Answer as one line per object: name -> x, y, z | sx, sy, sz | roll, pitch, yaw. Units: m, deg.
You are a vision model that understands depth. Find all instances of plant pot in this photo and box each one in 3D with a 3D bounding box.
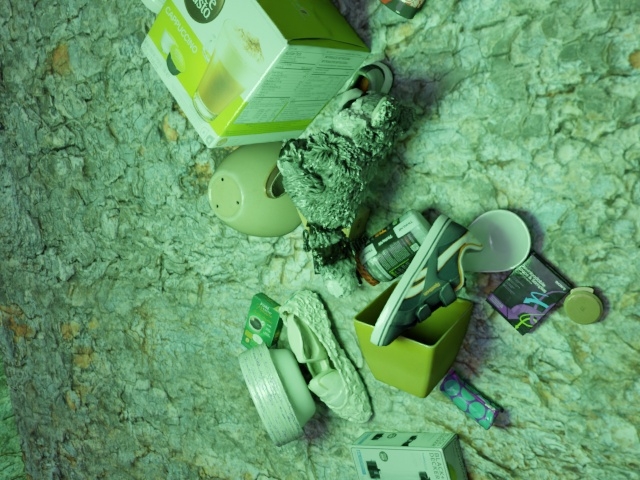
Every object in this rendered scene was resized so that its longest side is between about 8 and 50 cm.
plant pot -> 0.223, 0.246, 1.486 | 0.212, 0.212, 0.187 | 15, 122, 34
plant pot -> -0.196, -0.135, 1.706 | 0.284, 0.191, 0.284 | 9, 105, 35

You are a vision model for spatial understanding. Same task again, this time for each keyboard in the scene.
keyboard -> 0.000, 0.000, 1.582 | 0.108, 0.023, 0.180 | 0, 102, 29

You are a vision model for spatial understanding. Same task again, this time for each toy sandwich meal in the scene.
toy sandwich meal -> 0.556, 0.137, 1.311 | 0.086, 0.029, 0.085 | 11, 112, 29

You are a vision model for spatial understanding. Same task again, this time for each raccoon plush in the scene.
raccoon plush -> 0.108, -0.123, 1.413 | 0.299, 0.216, 0.446 | -18, 100, 24

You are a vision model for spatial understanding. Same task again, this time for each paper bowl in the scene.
paper bowl -> -0.112, 0.422, 1.750 | 0.148, 0.284, 0.284 | -23, 86, -6

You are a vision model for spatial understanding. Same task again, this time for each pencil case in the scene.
pencil case -> 0.360, 0.382, 1.491 | 0.152, 0.064, 0.070 | 38, 137, 23

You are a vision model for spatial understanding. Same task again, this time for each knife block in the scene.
knife block -> 0.026, 0.004, 1.633 | 0.276, 0.088, 0.242 | 29, 117, 25

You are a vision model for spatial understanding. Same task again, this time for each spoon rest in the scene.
spoon rest -> 0.346, 0.028, 1.406 | 0.276, 0.084, 0.137 | -30, 82, 38

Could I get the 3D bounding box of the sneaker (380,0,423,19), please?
sneaker -> 0.141, -0.632, 1.401 | 0.270, 0.090, 0.145 | 41, 121, 18

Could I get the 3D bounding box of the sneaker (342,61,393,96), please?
sneaker -> 0.081, -0.305, 1.512 | 0.100, 0.108, 0.271 | 32, 120, 25

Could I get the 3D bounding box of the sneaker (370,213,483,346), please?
sneaker -> 0.232, 0.106, 1.327 | 0.127, 0.126, 0.321 | 31, 85, 12

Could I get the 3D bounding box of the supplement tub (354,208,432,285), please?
supplement tub -> 0.179, 0.021, 1.477 | 0.190, 0.117, 0.117 | -36, 78, 17

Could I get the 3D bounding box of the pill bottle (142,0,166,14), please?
pill bottle -> -0.371, -0.752, 1.704 | 0.302, 0.169, 0.169 | -20, 88, 38

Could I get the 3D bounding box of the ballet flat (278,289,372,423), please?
ballet flat -> -0.004, 0.336, 1.712 | 0.147, 0.147, 0.408 | -31, 82, 37

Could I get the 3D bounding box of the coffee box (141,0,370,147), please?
coffee box -> -0.156, -0.467, 1.502 | 0.334, 0.338, 0.337 | -44, 74, 35

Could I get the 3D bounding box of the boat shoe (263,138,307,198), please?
boat shoe -> -0.068, -0.187, 1.601 | 0.073, 0.207, 0.073 | 15, 150, 39

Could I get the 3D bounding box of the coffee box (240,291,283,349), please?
coffee box -> -0.173, 0.262, 1.876 | 0.113, 0.040, 0.184 | 29, 117, 28

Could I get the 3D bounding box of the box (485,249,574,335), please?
box -> 0.461, 0.118, 1.376 | 0.116, 0.029, 0.162 | 45, 122, 19

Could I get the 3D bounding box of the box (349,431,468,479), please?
box -> 0.231, 0.597, 1.625 | 0.290, 0.087, 0.169 | -12, 94, 38
